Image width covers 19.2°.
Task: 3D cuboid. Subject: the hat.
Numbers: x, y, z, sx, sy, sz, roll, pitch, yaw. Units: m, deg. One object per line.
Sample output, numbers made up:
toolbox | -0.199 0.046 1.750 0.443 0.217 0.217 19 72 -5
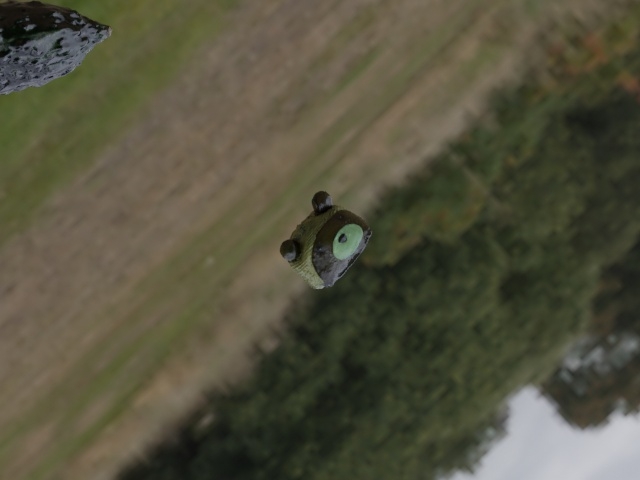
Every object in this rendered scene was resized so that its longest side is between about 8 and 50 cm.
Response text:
hat | 0.000 0.000 1.712 0.077 0.059 0.076 -53 -167 5

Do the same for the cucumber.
cucumber | -0.281 -0.110 1.221 0.300 0.072 0.072 -12 165 -21
